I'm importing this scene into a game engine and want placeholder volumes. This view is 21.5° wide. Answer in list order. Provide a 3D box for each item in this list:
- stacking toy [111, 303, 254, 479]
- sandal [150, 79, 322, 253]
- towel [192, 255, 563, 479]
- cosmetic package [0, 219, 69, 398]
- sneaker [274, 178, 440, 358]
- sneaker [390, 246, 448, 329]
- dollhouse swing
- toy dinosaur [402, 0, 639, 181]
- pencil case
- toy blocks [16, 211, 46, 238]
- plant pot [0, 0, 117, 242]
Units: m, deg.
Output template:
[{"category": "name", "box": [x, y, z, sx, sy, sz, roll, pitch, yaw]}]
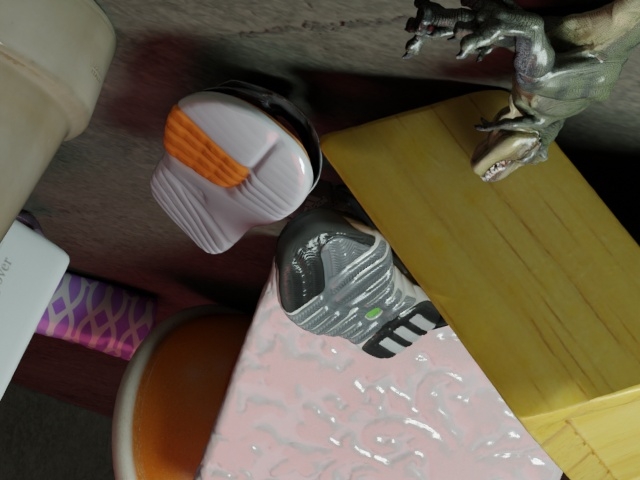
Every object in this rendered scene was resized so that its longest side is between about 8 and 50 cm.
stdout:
[{"category": "stacking toy", "box": [0.051, 0.201, 1.774, 0.480, 0.350, 0.350, -16, 150, 36]}, {"category": "sandal", "box": [-0.055, -0.061, 1.150, 0.102, 0.076, 0.265, 46, 161, -5]}, {"category": "towel", "box": [0.068, 0.180, 1.604, 0.332, 0.317, 0.053, 18, -152, -3]}, {"category": "cosmetic package", "box": [-0.492, 0.078, 1.401, 0.394, 0.329, 0.327, 35, 149, -20]}, {"category": "sneaker", "box": [0.000, 0.000, 1.202, 0.132, 0.086, 0.228, 58, -174, 27]}, {"category": "sneaker", "box": [0.057, 0.024, 1.388, 0.090, 0.081, 0.232, 6, 171, 24]}, {"category": "dollhouse swing", "box": [0.235, 0.001, 1.123, 0.315, 0.305, 0.347, 55, -176, 24]}, {"category": "toy dinosaur", "box": [0.113, -0.097, 0.860, 0.118, 0.064, 0.268, 13, 164, -15]}, {"category": "pencil case", "box": [-0.292, 0.080, 2.009, 0.206, 0.086, 0.088, 19, -166, -11]}, {"category": "toy blocks", "box": [-0.447, 0.033, 1.795, 0.289, 0.309, 0.260, 26, -159, -1]}, {"category": "plant pot", "box": [-0.319, -0.047, 1.063, 0.323, 0.280, 0.323, 13, 168, 3]}]
